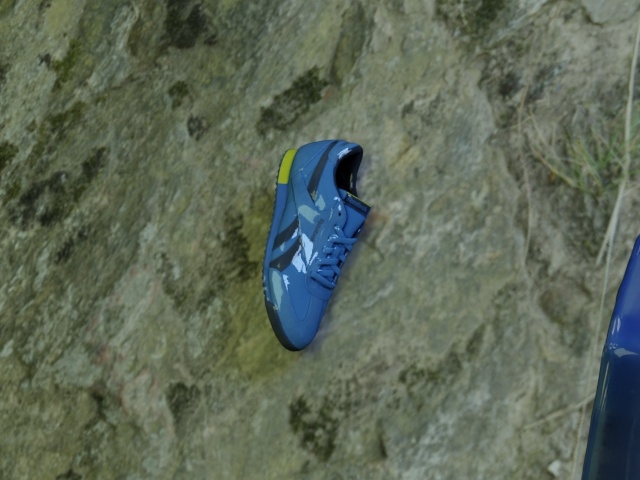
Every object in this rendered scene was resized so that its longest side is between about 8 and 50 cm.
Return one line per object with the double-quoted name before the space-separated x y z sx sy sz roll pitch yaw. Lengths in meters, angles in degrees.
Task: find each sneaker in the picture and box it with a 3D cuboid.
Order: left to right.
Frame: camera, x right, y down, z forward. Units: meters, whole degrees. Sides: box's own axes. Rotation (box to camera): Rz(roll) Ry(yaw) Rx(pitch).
"sneaker" 0.000 0.000 1.367 0.082 0.069 0.209 -7 63 28

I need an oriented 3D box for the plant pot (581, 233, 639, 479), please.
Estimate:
"plant pot" 0.264 0.145 0.858 0.212 0.236 0.236 10 109 14
